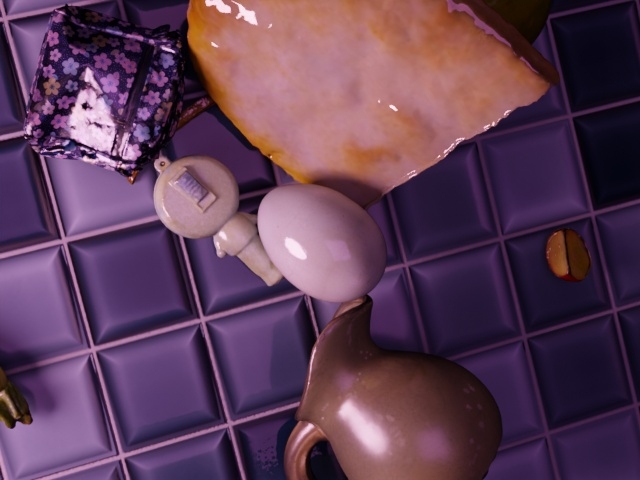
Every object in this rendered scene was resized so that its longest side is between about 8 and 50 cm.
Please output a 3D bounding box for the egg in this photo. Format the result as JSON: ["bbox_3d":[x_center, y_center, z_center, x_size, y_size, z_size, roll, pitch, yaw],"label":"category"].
[{"bbox_3d":[0.000,0.000,1.337,0.209,0.151,0.151,38,83,13],"label":"egg"}]

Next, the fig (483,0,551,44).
[{"bbox_3d":[0.173,-0.342,1.351,0.326,0.258,0.258,-34,97,3],"label":"fig"}]

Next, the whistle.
[{"bbox_3d":[-0.150,-0.031,1.376,0.258,0.067,0.126,45,81,-11],"label":"whistle"}]

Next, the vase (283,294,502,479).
[{"bbox_3d":[0.074,0.286,1.366,0.302,0.241,0.329,36,107,2],"label":"vase"}]

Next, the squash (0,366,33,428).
[{"bbox_3d":[-0.529,0.173,1.288,0.288,0.137,0.137,21,86,-23],"label":"squash"}]

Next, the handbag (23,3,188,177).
[{"bbox_3d":[-0.299,-0.212,1.308,0.208,0.127,0.228,16,90,-9],"label":"handbag"}]

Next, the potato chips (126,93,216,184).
[{"bbox_3d":[-0.219,-0.165,1.380,0.204,0.026,0.037,-44,103,-9],"label":"potato chips"}]

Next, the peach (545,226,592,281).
[{"bbox_3d":[0.398,0.025,1.498,0.083,0.050,0.077,53,57,-17],"label":"peach"}]

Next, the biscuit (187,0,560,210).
[{"bbox_3d":[0.022,-0.243,1.263,0.446,0.429,0.104,38,50,-9],"label":"biscuit"}]
